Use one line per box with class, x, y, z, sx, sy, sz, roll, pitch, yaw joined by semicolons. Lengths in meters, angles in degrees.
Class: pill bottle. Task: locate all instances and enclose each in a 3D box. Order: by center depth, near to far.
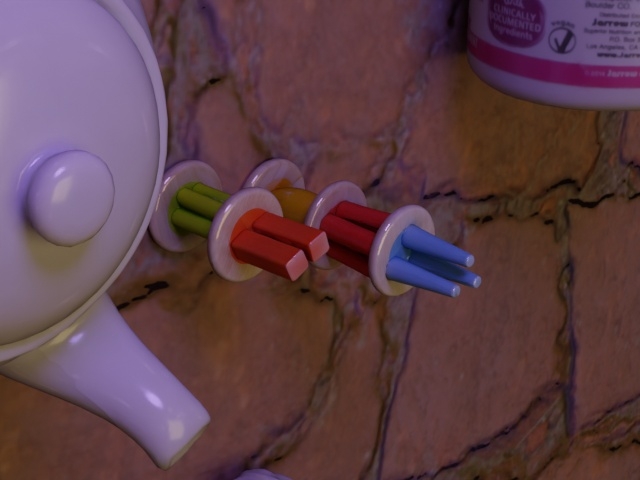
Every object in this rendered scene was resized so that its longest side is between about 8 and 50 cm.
pill bottle;0.173;-0.232;0.830;0.160;0.160;0.283;-23;123;-42

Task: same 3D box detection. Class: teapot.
teapot;-0.149;-0.045;0.522;0.256;0.187;0.252;3;105;-49

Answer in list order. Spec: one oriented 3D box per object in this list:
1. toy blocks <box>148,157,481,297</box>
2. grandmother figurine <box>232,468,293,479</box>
toy blocks;0.000;0.000;0.747;0.123;0.148;0.054;-6;111;-49
grandmother figurine;-0.112;0.261;0.790;0.342;0.104;0.207;-45;164;-30
